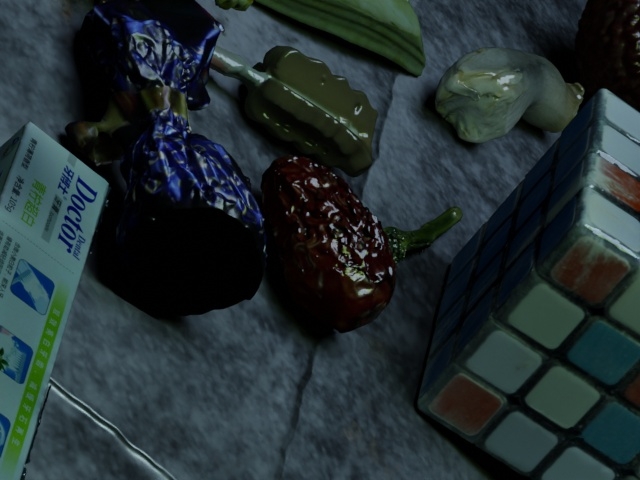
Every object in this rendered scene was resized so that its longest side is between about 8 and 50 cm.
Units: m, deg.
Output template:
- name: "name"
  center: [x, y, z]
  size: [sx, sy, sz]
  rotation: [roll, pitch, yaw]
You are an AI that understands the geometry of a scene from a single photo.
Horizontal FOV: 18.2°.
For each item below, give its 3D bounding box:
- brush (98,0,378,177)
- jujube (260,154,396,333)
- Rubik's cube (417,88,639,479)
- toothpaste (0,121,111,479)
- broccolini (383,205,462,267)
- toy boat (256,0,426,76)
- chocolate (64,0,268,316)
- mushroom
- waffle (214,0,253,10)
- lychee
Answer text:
- name: "brush"
  center: [-0.069, -0.153, 1.784]
  size: [0.301, 0.071, 0.084]
  rotation: [29, 40, -27]
- name: "jujube"
  center: [0.002, -0.002, 1.689]
  size: [0.104, 0.104, 0.166]
  rotation: [-3, 56, -56]
- name: "Rubik's cube"
  center: [0.269, 0.067, 1.789]
  size: [0.253, 0.259, 0.256]
  rotation: [34, 31, -9]
- name: "toothpaste"
  center: [-0.218, 0.052, 1.342]
  size: [0.081, 0.067, 0.336]
  rotation: [40, 31, -22]
- name: "broccolini"
  center: [0.084, -0.002, 1.857]
  size: [0.051, 0.054, 0.239]
  rotation: [44, 24, 14]
- name: "toy boat"
  center: [0.020, -0.242, 2.011]
  size: [0.293, 0.055, 0.093]
  rotation: [20, 45, -44]
- name: "chocolate"
  center: [-0.131, -0.103, 1.591]
  size: [0.148, 0.126, 0.343]
  rotation: [-6, 50, -11]
- name: "mushroom"
  center: [0.208, -0.160, 2.158]
  size: [0.278, 0.099, 0.096]
  rotation: [-9, 71, -61]
- name: "waffle"
  center: [-0.145, -0.278, 1.752]
  size: [0.214, 0.054, 0.208]
  rotation: [46, 13, 16]
- name: "lychee"
  center: [0.427, -0.219, 2.389]
  size: [0.260, 0.260, 0.260]
  rotation: [36, 34, -28]
